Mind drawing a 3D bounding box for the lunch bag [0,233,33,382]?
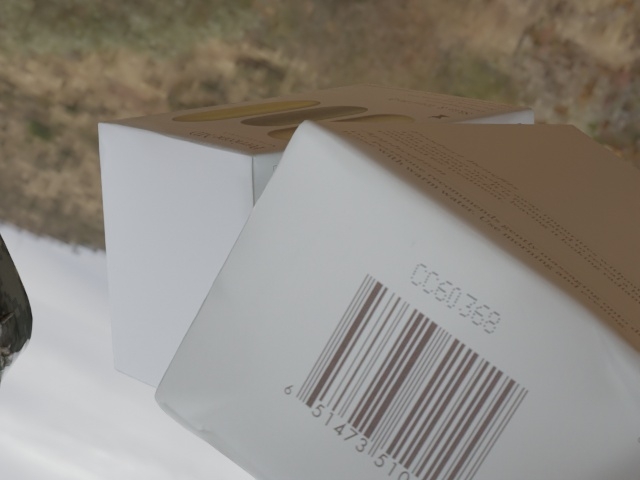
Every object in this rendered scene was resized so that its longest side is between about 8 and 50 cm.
[{"bbox_3d":[-0.300,0.012,0.762,0.256,0.212,0.305,-73,-38,-74],"label":"lunch bag"}]

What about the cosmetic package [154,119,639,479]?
[{"bbox_3d":[0.119,0.053,0.780,0.217,0.156,0.385,37,-163,22],"label":"cosmetic package"}]

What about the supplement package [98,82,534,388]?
[{"bbox_3d":[0.000,0.000,1.143,0.262,0.198,0.199,-13,-162,-37],"label":"supplement package"}]
